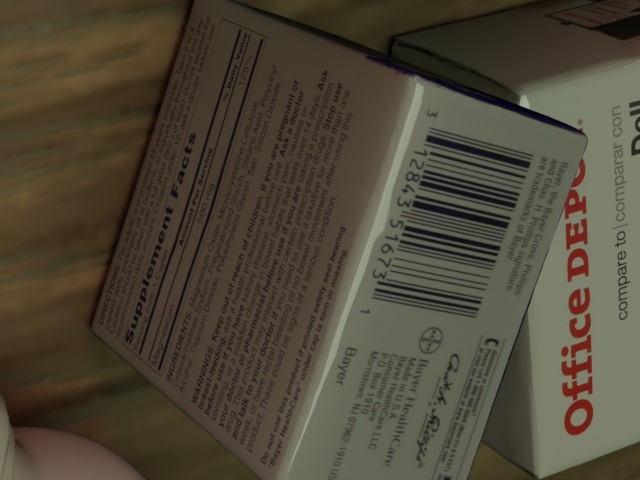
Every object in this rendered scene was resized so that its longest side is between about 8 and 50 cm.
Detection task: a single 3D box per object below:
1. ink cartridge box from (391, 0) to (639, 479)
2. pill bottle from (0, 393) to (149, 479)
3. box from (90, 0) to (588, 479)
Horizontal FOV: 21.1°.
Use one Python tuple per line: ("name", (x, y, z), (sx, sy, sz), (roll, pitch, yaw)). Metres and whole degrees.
("ink cartridge box", (0.137, -0.018, 0.651), (0.208, 0.087, 0.153), (-17, 115, -24))
("pill bottle", (-0.082, 0.159, 0.536), (0.162, 0.162, 0.278), (-43, 121, -10))
("box", (0.000, 0.000, 0.545), (0.072, 0.137, 0.126), (13, 101, -35))
